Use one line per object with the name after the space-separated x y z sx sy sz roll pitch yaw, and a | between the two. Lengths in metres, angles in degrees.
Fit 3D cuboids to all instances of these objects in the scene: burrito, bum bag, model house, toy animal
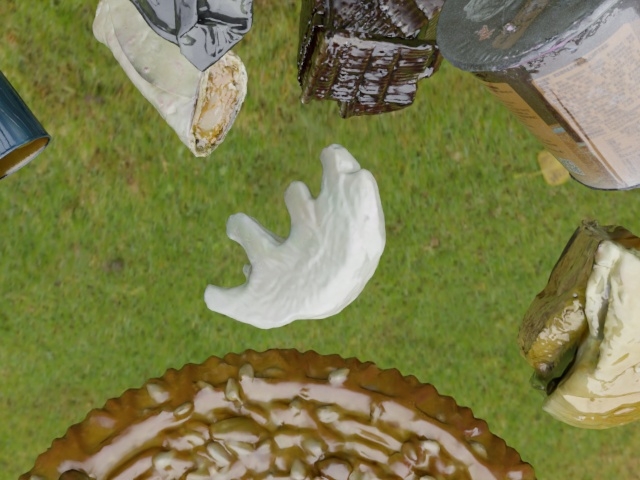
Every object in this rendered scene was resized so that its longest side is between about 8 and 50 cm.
-0.217 -0.269 1.425 0.143 0.299 0.105 -48 155 14 | burrito
-0.209 -0.327 1.030 0.340 0.095 0.144 38 115 1 | bum bag
0.045 -0.333 1.547 0.297 0.282 0.317 37 157 5 | model house
0.000 0.000 1.500 0.188 0.266 0.307 5 103 -51 | toy animal

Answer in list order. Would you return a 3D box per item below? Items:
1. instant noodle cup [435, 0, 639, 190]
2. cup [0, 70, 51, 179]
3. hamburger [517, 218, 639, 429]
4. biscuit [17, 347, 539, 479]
0.250 -0.173 0.887 0.217 0.217 0.207 -32 125 22 | instant noodle cup
-0.428 -0.149 1.193 0.113 0.150 0.138 -35 92 25 | cup
0.217 0.070 0.679 0.135 0.208 0.155 25 91 8 | hamburger
-0.015 0.185 0.409 0.305 0.305 0.038 5 151 -5 | biscuit
